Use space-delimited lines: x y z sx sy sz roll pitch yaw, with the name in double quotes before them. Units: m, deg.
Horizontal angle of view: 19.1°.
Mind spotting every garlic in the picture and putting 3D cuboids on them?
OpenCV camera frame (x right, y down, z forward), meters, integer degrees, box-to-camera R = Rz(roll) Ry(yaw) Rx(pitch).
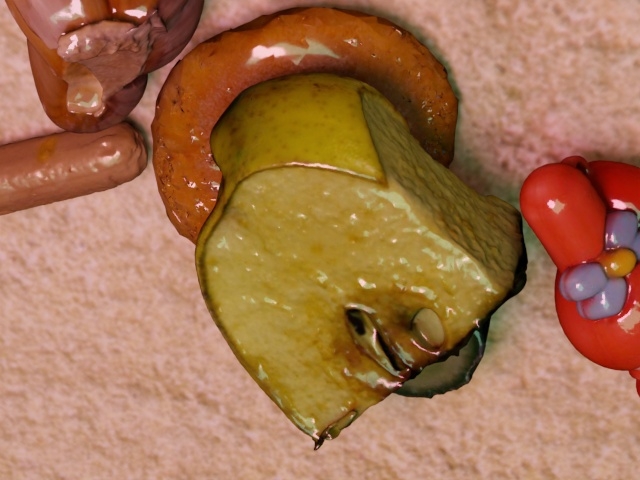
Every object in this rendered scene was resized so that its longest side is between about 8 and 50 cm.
"garlic" -0.168 -0.195 1.512 0.160 0.214 0.191 -18 67 -5

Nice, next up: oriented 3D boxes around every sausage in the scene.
"sausage" -0.293 -0.049 1.629 0.301 0.066 0.066 -10 111 9

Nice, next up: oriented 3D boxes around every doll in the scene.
"doll" 0.258 0.036 1.568 0.130 0.161 0.290 -9 126 41

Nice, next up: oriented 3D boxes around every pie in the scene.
"pie" -0.014 -0.077 1.594 0.273 0.069 0.273 2 119 4

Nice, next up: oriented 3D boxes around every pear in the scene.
"pear" 0.000 0.000 1.510 0.255 0.164 0.238 41 120 -13

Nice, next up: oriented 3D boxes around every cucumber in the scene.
"cucumber" 0.105 0.076 1.628 0.116 0.115 0.062 -36 106 26
